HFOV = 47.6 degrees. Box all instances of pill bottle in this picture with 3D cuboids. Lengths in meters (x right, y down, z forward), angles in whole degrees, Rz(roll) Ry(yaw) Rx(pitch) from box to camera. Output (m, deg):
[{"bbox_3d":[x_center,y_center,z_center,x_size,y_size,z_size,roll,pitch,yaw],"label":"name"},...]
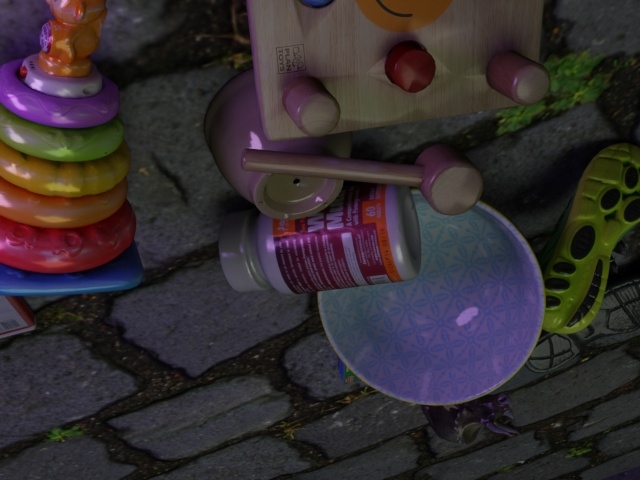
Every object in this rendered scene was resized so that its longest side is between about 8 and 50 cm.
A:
[{"bbox_3d":[0.000,0.000,0.859,0.221,0.121,0.121,-8,147,17],"label":"pill bottle"}]

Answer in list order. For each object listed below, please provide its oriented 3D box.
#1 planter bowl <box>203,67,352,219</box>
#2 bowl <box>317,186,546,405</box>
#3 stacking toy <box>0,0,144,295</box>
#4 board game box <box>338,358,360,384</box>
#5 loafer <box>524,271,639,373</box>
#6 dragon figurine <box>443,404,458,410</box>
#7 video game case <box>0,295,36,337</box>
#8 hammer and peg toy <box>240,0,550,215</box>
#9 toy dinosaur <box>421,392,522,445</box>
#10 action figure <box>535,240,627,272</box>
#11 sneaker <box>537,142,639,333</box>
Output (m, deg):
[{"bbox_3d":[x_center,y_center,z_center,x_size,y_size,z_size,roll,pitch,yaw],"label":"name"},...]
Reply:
[{"bbox_3d":[-0.035,-0.092,0.773,0.162,0.109,0.162,-12,143,-10],"label":"planter bowl"},{"bbox_3d":[0.152,0.057,0.979,0.290,0.289,0.156,-35,-177,21],"label":"bowl"},{"bbox_3d":[-0.236,-0.104,0.658,0.166,0.175,0.301,0,128,-27],"label":"stacking toy"},{"bbox_3d":[0.137,0.172,1.245,0.212,0.039,0.160,-13,143,-9],"label":"board game box"},{"bbox_3d":[0.491,0.129,1.322,0.303,0.095,0.109,-31,112,10],"label":"loafer"},{"bbox_3d":[0.179,0.172,1.159,0.289,0.144,0.085,29,125,-21],"label":"dragon figurine"},{"bbox_3d":[-0.481,0.048,0.831,0.204,0.025,0.285,-14,144,-5],"label":"video game case"},{"bbox_3d":[0.062,-0.167,0.607,0.266,0.127,0.361,-9,120,-11],"label":"hammer and peg toy"},{"bbox_3d":[0.232,0.307,1.328,0.121,0.160,0.313,-10,161,-15],"label":"toy dinosaur"},{"bbox_3d":[0.315,0.058,1.123,0.285,0.099,0.185,-22,139,3],"label":"action figure"},{"bbox_3d":[0.359,-0.010,0.991,0.295,0.109,0.123,-57,-178,-11],"label":"sneaker"}]
